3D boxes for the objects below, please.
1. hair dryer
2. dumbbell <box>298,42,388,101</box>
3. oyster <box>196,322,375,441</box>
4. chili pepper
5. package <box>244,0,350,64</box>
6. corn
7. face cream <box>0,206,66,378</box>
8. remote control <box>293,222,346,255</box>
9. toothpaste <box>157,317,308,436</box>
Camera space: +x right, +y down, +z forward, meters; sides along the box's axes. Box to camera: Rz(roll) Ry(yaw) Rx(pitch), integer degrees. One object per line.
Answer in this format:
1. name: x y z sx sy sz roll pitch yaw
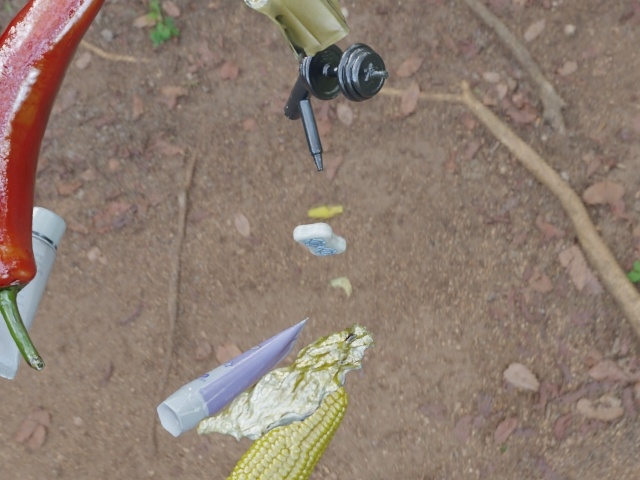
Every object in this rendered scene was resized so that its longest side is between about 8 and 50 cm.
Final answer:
1. hair dryer: -0.017 -0.254 1.894 0.050 0.173 0.195 -13 72 -19
2. dumbbell: 0.036 -0.285 1.496 0.208 0.099 0.099 14 63 46
3. oyster: -0.014 0.113 0.696 0.121 0.146 0.045 -27 81 -50
4. chili pepper: -0.277 -0.077 0.794 0.137 0.092 0.369 12 94 29
5. package: -0.027 -0.185 0.577 0.047 0.071 0.131 -30 55 20
6. corn: -0.062 0.335 1.338 0.106 0.106 0.305 29 68 19
7. face cream: -0.559 0.085 1.603 0.143 0.089 0.315 27 58 -16
8. remote control: 0.000 0.000 1.656 0.074 0.122 0.032 -8 70 20
9. toothpaste: -0.160 0.271 1.770 0.080 0.125 0.371 44 46 20
